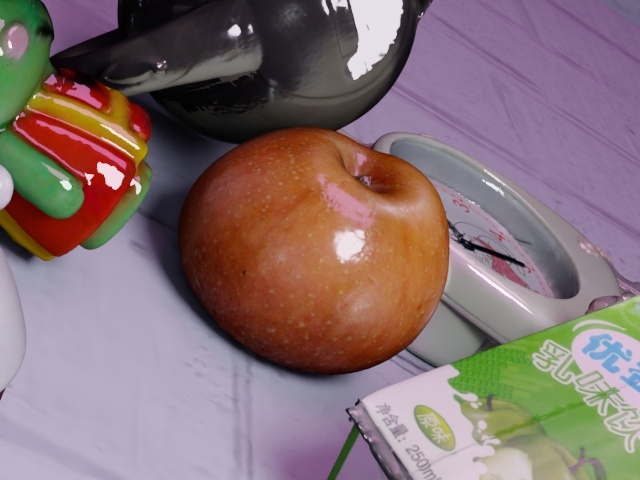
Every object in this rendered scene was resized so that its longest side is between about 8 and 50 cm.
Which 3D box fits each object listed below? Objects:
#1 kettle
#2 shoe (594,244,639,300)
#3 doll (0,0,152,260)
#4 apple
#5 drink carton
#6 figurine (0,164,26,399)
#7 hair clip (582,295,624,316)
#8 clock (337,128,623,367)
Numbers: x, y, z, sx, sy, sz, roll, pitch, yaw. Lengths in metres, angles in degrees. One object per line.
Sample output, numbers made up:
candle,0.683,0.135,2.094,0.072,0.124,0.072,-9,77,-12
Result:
kettle,-0.071,-0.172,1.246,0.324,0.321,0.228,-157,-130,-74
shoe,0.276,0.076,1.560,0.180,0.089,0.092,31,34,-10
doll,-0.263,-0.131,0.997,0.363,0.160,0.182,48,14,-26
apple,0.000,0.000,1.166,0.201,0.162,0.201,33,23,-16
drink carton,0.151,0.151,1.018,0.271,0.108,0.161,-17,53,-30
figurine,-0.264,0.050,0.665,0.281,0.167,0.370,30,24,20
hair clip,0.264,0.192,1.213,0.173,0.069,0.300,24,43,-59
clock,0.121,0.017,1.391,0.324,0.108,0.265,33,24,-10
